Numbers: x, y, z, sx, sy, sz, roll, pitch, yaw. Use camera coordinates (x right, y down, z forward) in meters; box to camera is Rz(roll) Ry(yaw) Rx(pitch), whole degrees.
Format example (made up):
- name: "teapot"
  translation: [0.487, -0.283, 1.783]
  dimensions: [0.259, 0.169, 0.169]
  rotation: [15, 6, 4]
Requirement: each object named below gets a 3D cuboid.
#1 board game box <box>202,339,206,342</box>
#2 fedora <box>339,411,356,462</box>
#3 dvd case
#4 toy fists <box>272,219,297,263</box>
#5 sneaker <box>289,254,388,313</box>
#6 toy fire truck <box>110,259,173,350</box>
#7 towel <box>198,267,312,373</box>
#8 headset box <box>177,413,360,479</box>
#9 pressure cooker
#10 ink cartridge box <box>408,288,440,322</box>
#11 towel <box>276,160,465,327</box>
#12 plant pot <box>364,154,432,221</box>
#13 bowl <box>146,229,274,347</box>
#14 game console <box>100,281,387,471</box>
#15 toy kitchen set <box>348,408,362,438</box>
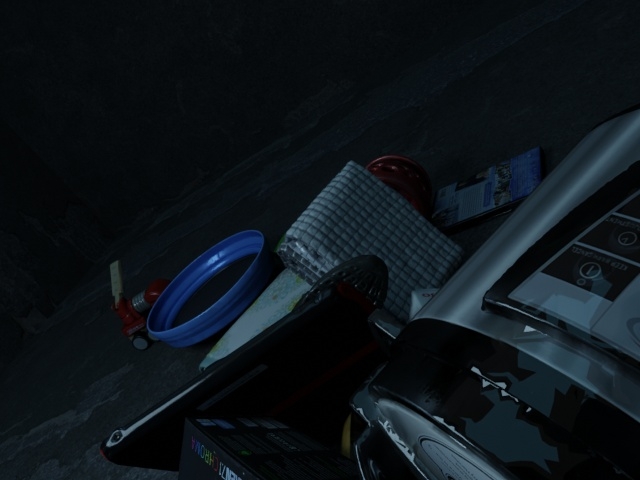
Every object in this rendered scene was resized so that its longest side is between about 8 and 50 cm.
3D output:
- name: "board game box"
  translation: [-0.306, 0.192, 1.617]
  dimensions: [0.147, 0.045, 0.193]
  rotation: [-42, 22, -10]
- name: "fedora"
  translation: [0.057, 0.313, 0.721]
  dimensions: [0.079, 0.194, 0.194]
  rotation: [8, 32, 4]
- name: "dvd case"
  translation: [0.344, -0.096, 1.206]
  dimensions: [0.253, 0.022, 0.180]
  rotation: [-23, 27, 33]
- name: "toy fists"
  translation: [0.000, 0.000, 1.461]
  dimensions: [0.279, 0.096, 0.142]
  rotation: [-1, 52, 55]
- name: "sneaker"
  translation: [0.003, 0.113, 0.928]
  dimensions: [0.286, 0.109, 0.130]
  rotation: [-47, 14, 28]
- name: "toy fire truck"
  translation: [-0.538, 0.171, 1.747]
  dimensions: [0.217, 0.246, 0.158]
  rotation: [-31, 23, 18]
- name: "towel"
  translation: [-0.066, 0.192, 1.194]
  dimensions: [0.320, 0.090, 0.374]
  rotation: [-46, 23, -26]
- name: "headset box"
  translation: [-0.068, 0.364, 0.630]
  dimensions: [0.246, 0.131, 0.282]
  rotation: [3, 85, 58]
- name: "pressure cooker"
  translation: [0.247, 0.143, 0.434]
  dimensions: [0.420, 0.375, 0.370]
  rotation: [-43, 7, -13]
- name: "ink cartridge box"
  translation: [0.207, 0.138, 0.812]
  dimensions: [0.128, 0.072, 0.175]
  rotation: [-1, 22, -5]
- name: "towel"
  translation: [0.094, 0.023, 1.043]
  dimensions: [0.235, 0.284, 0.121]
  rotation: [-50, -3, -37]
- name: "plant pot"
  translation: [0.155, -0.085, 1.268]
  dimensions: [0.191, 0.191, 0.174]
  rotation: [-24, 18, 32]
- name: "bowl"
  translation: [-0.288, 0.127, 1.551]
  dimensions: [0.391, 0.077, 0.391]
  rotation: [-31, 24, 15]
- name: "game console"
  translation: [-0.062, 0.219, 0.835]
  dimensions: [0.387, 0.342, 0.060]
  rotation: [-36, 55, 7]
- name: "toy kitchen set"
  translation: [0.077, 0.282, 0.848]
  dimensions: [0.068, 0.075, 0.083]
  rotation: [-71, -6, -59]
